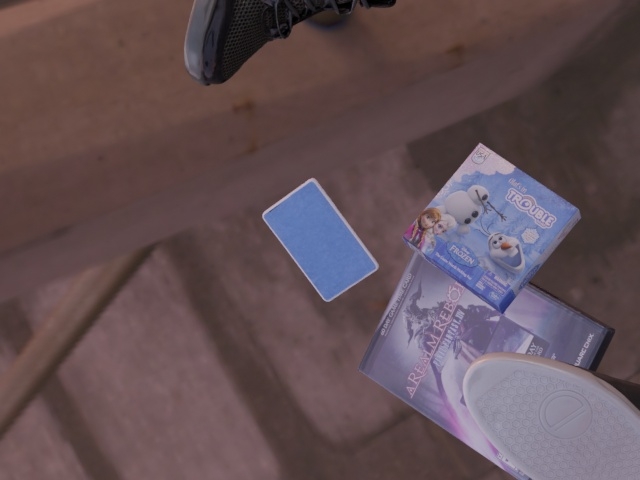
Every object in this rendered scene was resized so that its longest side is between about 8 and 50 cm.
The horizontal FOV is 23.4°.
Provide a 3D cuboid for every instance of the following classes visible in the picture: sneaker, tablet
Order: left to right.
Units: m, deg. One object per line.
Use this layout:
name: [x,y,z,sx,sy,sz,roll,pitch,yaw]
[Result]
sneaker: [-0.010,-0.201,1.206,0.130,0.227,0.087,25,151,19]
tablet: [0.000,0.000,1.139,0.054,0.006,0.083,-35,95,27]
sneaker: [0.256,0.151,1.314,0.296,0.147,0.104,22,113,-4]

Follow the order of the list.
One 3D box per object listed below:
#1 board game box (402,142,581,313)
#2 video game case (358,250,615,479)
board game box: [0.120,-0.009,1.084,0.090,0.090,0.020,36,172,25]
video game case: [0.181,0.126,1.751,0.274,0.026,0.196,32,101,37]
